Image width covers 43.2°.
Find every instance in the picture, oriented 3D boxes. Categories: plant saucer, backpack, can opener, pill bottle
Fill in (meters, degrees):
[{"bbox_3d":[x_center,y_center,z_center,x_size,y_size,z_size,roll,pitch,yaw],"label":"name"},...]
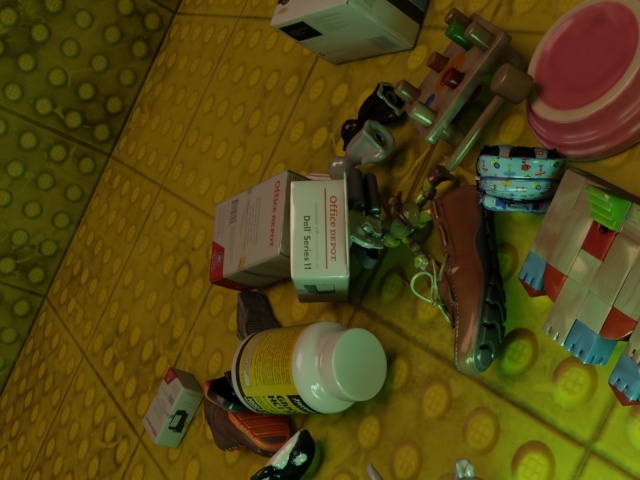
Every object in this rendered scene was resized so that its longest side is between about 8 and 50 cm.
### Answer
[{"bbox_3d":[0.488,-0.307,1.427,0.332,0.084,0.332,-33,45,41],"label":"plant saucer"},{"bbox_3d":[0.342,-0.106,1.382,0.173,0.158,0.117,-21,-65,-78],"label":"backpack"},{"bbox_3d":[0.087,-0.057,1.732,0.280,0.074,0.093,-90,23,-52],"label":"can opener"},{"bbox_3d":[-0.025,0.268,1.687,0.334,0.187,0.188,-16,58,50],"label":"pill bottle"}]

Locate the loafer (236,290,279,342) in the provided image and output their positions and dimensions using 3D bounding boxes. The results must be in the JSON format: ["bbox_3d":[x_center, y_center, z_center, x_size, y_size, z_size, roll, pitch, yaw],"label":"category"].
[{"bbox_3d":[-0.160,0.223,2.008,0.251,0.094,0.088,-110,28,-58],"label":"loafer"}]

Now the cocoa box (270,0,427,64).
[{"bbox_3d":[0.080,-0.617,2.047,0.347,0.231,0.228,6,74,55],"label":"cocoa box"}]

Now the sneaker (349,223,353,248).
[{"bbox_3d":[0.021,0.017,1.878,0.057,0.075,0.161,22,88,56],"label":"sneaker"}]

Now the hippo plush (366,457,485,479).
[{"bbox_3d":[0.192,0.491,1.288,0.236,0.234,0.294,-27,5,21],"label":"hippo plush"}]

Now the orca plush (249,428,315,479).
[{"bbox_3d":[-0.095,0.530,1.699,0.287,0.151,0.102,-45,73,1],"label":"orca plush"}]

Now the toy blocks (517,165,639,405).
[{"bbox_3d":[0.439,0.069,1.208,0.381,0.190,0.261,45,119,54],"label":"toy blocks"}]

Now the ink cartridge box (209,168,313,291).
[{"bbox_3d":[-0.138,-0.015,2.017,0.306,0.131,0.226,-19,59,45],"label":"ink cartridge box"}]

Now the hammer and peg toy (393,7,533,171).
[{"bbox_3d":[0.271,-0.311,1.606,0.266,0.127,0.361,-54,17,19],"label":"hammer and peg toy"}]

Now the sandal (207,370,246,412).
[{"bbox_3d":[-0.191,0.327,1.861,0.254,0.097,0.055,-43,-22,-78],"label":"sandal"}]

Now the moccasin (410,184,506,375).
[{"bbox_3d":[0.246,0.066,1.453,0.146,0.139,0.380,-14,57,21],"label":"moccasin"}]

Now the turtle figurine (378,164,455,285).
[{"bbox_3d":[0.191,-0.059,1.680,0.217,0.087,0.270,-45,39,28],"label":"turtle figurine"}]

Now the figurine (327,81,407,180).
[{"bbox_3d":[0.096,-0.237,1.904,0.209,0.092,0.215,-36,27,49],"label":"figurine"}]

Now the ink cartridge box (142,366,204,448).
[{"bbox_3d":[-0.401,0.454,2.195,0.175,0.072,0.127,-62,34,5],"label":"ink cartridge box"}]

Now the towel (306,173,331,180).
[{"bbox_3d":[-0.023,-0.080,2.043,0.144,0.029,0.197,10,78,55],"label":"towel"}]

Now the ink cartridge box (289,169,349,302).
[{"bbox_3d":[0.000,0.000,1.676,0.353,0.119,0.207,86,-177,-75],"label":"ink cartridge box"}]

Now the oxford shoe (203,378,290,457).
[{"bbox_3d":[-0.173,0.437,1.875,0.363,0.129,0.133,22,106,62],"label":"oxford shoe"}]
